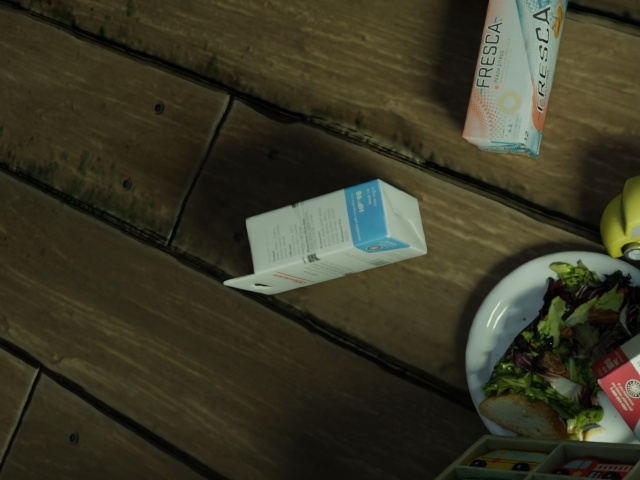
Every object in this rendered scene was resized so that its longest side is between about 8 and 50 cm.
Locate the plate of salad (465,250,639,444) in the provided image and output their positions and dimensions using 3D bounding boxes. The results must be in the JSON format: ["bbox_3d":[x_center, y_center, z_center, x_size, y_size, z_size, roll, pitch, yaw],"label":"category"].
[{"bbox_3d":[0.221,0.106,0.922,0.199,0.048,0.200,-5,78,26],"label":"plate of salad"}]

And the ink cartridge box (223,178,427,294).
[{"bbox_3d":[0.000,0.000,1.018,0.180,0.104,0.060,-16,75,23],"label":"ink cartridge box"}]

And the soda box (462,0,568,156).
[{"bbox_3d":[0.186,-0.174,0.982,0.063,0.058,0.183,9,86,28],"label":"soda box"}]

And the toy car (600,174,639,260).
[{"bbox_3d":[0.347,-0.038,0.828,0.239,0.053,0.225,-45,35,13],"label":"toy car"}]

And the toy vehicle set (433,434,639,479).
[{"bbox_3d":[0.187,0.214,0.806,0.267,0.166,0.035,-8,108,48],"label":"toy vehicle set"}]

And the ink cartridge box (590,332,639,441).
[{"bbox_3d":[0.306,0.111,0.849,0.135,0.056,0.099,-36,89,10],"label":"ink cartridge box"}]
